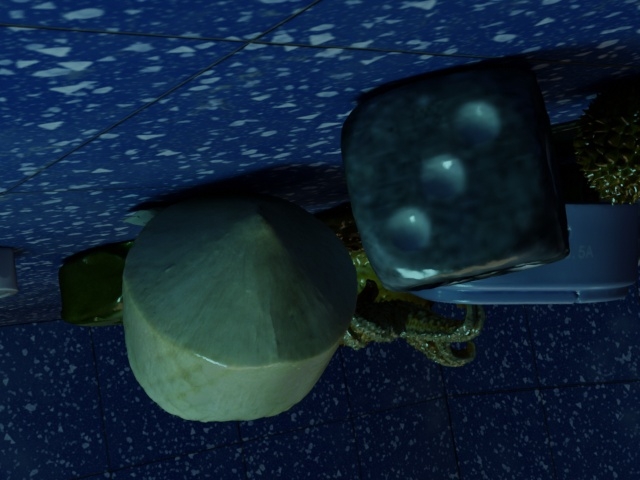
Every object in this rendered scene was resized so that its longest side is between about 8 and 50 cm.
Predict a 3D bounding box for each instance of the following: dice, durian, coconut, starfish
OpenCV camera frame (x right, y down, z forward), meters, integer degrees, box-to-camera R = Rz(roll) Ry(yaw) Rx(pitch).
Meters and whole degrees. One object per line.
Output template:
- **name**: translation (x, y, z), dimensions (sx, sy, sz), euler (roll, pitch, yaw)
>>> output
- **dice**: translation (0.131, -0.053, 0.959), dimensions (0.183, 0.182, 0.181), euler (-13, 172, 15)
- **durian**: translation (0.342, -0.104, 1.078), dimensions (0.168, 0.137, 0.158), euler (-3, -161, 30)
- **coconut**: translation (-0.106, 0.072, 1.287), dimensions (0.329, 0.328, 0.329), euler (-9, 174, -1)
- **starfish**: translation (0.101, 0.118, 1.519), dimensions (0.312, 0.113, 0.303), euler (11, 178, -15)

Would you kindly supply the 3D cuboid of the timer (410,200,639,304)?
- **timer**: translation (0.284, -0.011, 1.458), dimensions (0.395, 0.173, 0.395), euler (0, -178, 0)

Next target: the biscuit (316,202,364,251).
- **biscuit**: translation (0.113, -0.023, 1.745), dimensions (0.296, 0.075, 0.296), euler (-9, 175, -1)

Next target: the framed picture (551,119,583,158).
- **framed picture**: translation (0.288, -0.123, 1.369), dimensions (0.324, 0.013, 0.244), euler (-11, 174, 19)

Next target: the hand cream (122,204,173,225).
- **hand cream**: translation (-0.169, -0.034, 1.388), dimensions (0.194, 0.042, 0.067), euler (1, 171, -35)

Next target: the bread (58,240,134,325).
- **bread**: translation (-0.272, 0.076, 1.815), dimensions (0.366, 0.129, 0.382), euler (-14, 173, 37)

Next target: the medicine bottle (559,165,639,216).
- **medicine bottle**: translation (0.395, -0.044, 1.669), dimensions (0.225, 0.139, 0.139), euler (-14, 172, 37)

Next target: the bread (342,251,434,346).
- **bread**: translation (0.082, 0.093, 2.047), dimensions (0.337, 0.204, 0.358), euler (-26, 167, 9)

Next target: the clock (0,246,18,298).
- **clock**: translation (-0.552, 0.058, 1.507), dimensions (0.197, 0.068, 0.197), euler (-9, 175, -1)
